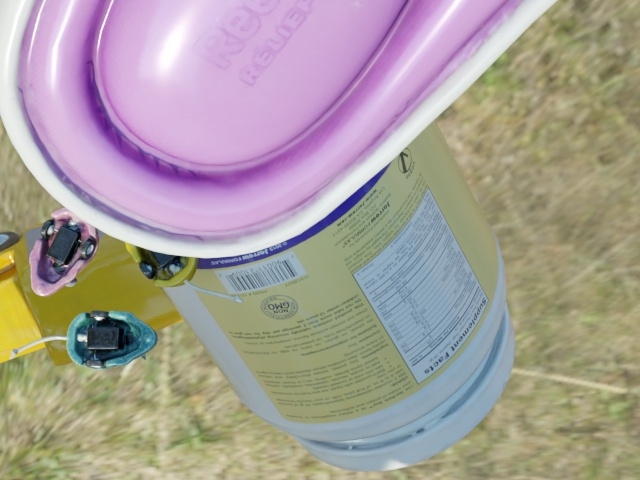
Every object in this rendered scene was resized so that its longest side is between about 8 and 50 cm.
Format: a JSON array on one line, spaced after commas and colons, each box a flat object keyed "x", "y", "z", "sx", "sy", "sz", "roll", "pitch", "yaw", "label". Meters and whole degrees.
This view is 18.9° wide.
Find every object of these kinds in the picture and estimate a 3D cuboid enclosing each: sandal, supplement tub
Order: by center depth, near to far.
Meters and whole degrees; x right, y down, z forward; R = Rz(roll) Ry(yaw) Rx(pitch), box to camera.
[{"x": 0.060, "y": -0.138, "z": 0.454, "sx": 0.169, "sy": 0.102, "sz": 0.416, "roll": 23, "pitch": 121, "yaw": -20, "label": "sandal"}, {"x": 0.000, "y": 0.000, "z": 1.449, "sx": 0.241, "sy": 0.241, "sz": 0.331, "roll": -43, "pitch": 134, "yaw": -12, "label": "supplement tub"}]

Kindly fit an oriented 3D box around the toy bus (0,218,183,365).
[{"x": -0.173, "y": 0.022, "z": 1.775, "sx": 0.332, "sy": 0.130, "sz": 0.108, "roll": -21, "pitch": 113, "yaw": -5, "label": "toy bus"}]

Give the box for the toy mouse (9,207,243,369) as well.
[{"x": -0.148, "y": 0.034, "z": 1.278, "sx": 0.143, "sy": 0.031, "sz": 0.161, "roll": -43, "pitch": 72, "yaw": 4, "label": "toy mouse"}]
